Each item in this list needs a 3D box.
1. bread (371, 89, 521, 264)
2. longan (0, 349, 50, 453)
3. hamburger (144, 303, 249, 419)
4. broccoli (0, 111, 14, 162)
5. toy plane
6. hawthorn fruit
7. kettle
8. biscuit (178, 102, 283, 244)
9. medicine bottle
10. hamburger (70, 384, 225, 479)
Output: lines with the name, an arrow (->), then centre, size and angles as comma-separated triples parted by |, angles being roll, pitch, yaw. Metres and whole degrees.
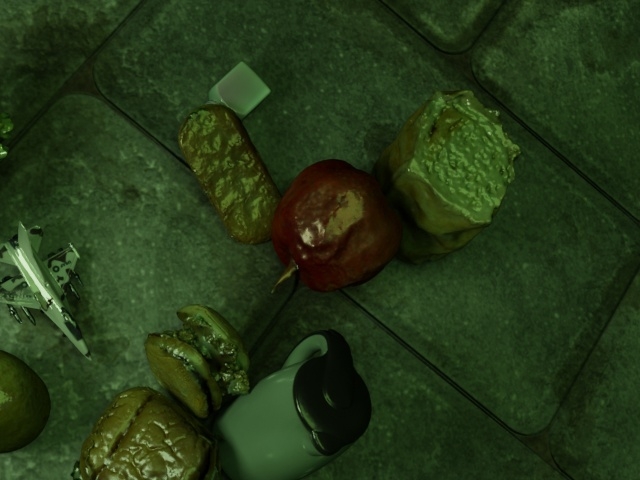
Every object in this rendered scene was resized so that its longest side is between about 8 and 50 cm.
bread -> 0.197, -0.095, 1.977 | 0.196, 0.252, 0.239 | 19, 72, -14
longan -> -0.460, 0.222, 1.696 | 0.176, 0.145, 0.155 | -59, 130, -64
hamburger -> -0.172, 0.177, 1.800 | 0.185, 0.159, 0.131 | 35, 58, 30
broccoli -> -0.610, -0.086, 1.658 | 0.338, 0.317, 0.277 | -25, 82, 6
toy plane -> -0.413, 0.080, 1.792 | 0.160, 0.082, 0.234 | -32, 103, -36
hawthorn fruit -> 0.000, 0.000, 1.910 | 0.243, 0.207, 0.207 | -41, 92, -16
kettle -> -0.033, 0.245, 1.784 | 0.161, 0.236, 0.221 | 26, 54, -20
biscuit -> -0.143, -0.107, 1.943 | 0.118, 0.029, 0.247 | -34, 105, -20
medicine bottle -> -0.149, -0.233, 1.989 | 0.074, 0.055, 0.118 | 46, 65, -7
hamburger -> -0.245, 0.323, 1.741 | 0.206, 0.130, 0.183 | 33, 72, 1
